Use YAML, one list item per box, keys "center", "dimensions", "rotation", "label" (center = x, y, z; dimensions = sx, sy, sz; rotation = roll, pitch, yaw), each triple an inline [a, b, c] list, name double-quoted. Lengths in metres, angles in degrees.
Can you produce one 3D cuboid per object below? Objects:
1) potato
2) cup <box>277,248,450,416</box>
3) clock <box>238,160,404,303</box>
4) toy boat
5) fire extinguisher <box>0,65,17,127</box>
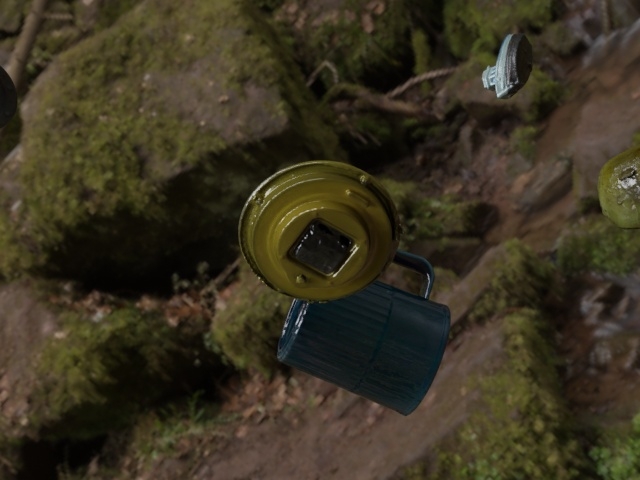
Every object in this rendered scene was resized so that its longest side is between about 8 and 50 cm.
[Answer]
- center: [0.601, -0.123, 1.644]
  dimensions: [0.272, 0.111, 0.160]
  rotation: [-14, 41, 36]
  label: "potato"
- center: [0.093, 0.164, 1.895]
  dimensions: [0.242, 0.292, 0.308]
  rotation: [-97, 28, -77]
  label: "cup"
- center: [0.000, 0.000, 1.323]
  dimensions: [0.237, 0.237, 0.057]
  rotation: [-41, 25, 18]
  label: "clock"
- center: [0.274, -0.253, 1.382]
  dimensions: [0.066, 0.059, 0.140]
  rotation: [-19, 35, 35]
  label: "toy boat"
- center: [-0.607, -0.193, 1.385]
  dimensions: [0.376, 0.200, 0.113]
  rotation: [-7, 69, 51]
  label: "fire extinguisher"
